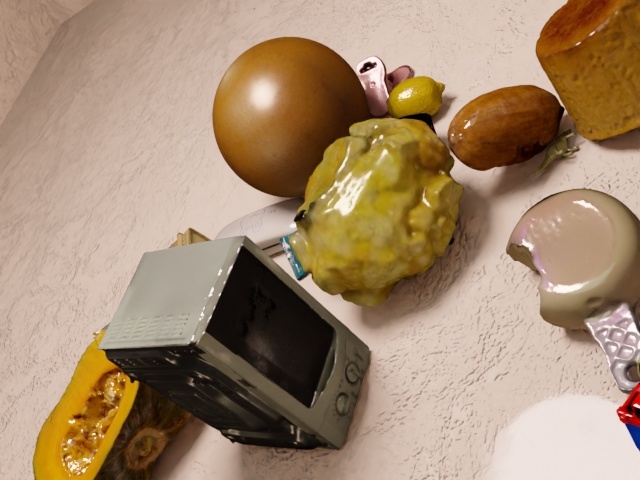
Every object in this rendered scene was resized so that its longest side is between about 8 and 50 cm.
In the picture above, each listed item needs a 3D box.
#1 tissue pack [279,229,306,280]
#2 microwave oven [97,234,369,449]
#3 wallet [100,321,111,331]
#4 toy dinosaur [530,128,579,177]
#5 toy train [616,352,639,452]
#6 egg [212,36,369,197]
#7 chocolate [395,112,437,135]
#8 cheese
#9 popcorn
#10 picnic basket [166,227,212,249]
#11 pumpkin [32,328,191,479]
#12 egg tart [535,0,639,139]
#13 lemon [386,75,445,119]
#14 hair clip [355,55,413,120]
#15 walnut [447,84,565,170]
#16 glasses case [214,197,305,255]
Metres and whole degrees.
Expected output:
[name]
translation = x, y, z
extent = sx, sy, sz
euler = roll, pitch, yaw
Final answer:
[tissue pack]
translation = 0.000, 0.000, 1.286
extent = 0.138, 0.028, 0.085
euler = -31, 66, 15
[microwave oven]
translation = -0.111, 0.157, 1.025
extent = 0.237, 0.295, 0.181
euler = -10, 49, 39
[wallet]
translation = -0.308, 0.203, 1.379
extent = 0.290, 0.054, 0.251
euler = -33, 39, 16
[toy dinosaur]
translation = 0.344, -0.126, 1.085
extent = 0.041, 0.026, 0.113
euler = 0, 45, 53
[toy train]
translation = 0.380, 0.126, 0.728
extent = 0.204, 0.131, 0.082
euler = -45, 29, -20
[egg]
translation = -0.054, -0.223, 1.352
extent = 0.282, 0.282, 0.351
euler = -41, 17, 6
[chocolate]
translation = 0.127, -0.147, 1.272
extent = 0.148, 0.080, 0.125
euler = -38, 25, -11
[cheese]
translation = 0.322, 0.057, 0.883
extent = 0.163, 0.082, 0.286
euler = -29, 40, 22
[popcorn]
translation = 0.076, -0.046, 1.119
extent = 0.252, 0.215, 0.286
euler = 20, 73, 45
[picnic basket]
translation = -0.199, 0.066, 1.318
extent = 0.079, 0.164, 0.115
euler = -40, 35, 22
[pumpkin]
translation = -0.342, 0.292, 1.217
extent = 0.221, 0.139, 0.317
euler = 23, 86, 43
[egg tart]
translation = 0.409, -0.255, 1.025
extent = 0.215, 0.171, 0.215
euler = -41, 23, 21
[lemon]
translation = 0.171, -0.251, 1.333
extent = 0.110, 0.082, 0.082
euler = -18, 43, 23
[hair clip]
translation = 0.126, -0.281, 1.453
extent = 0.123, 0.102, 0.138
euler = -27, 72, 26
[walnut]
translation = 0.278, -0.168, 1.100
extent = 0.207, 0.116, 0.116
euler = -21, 30, -21
[glasses case]
translation = -0.110, -0.014, 1.393
extent = 0.233, 0.059, 0.092
euler = -19, 45, 32
